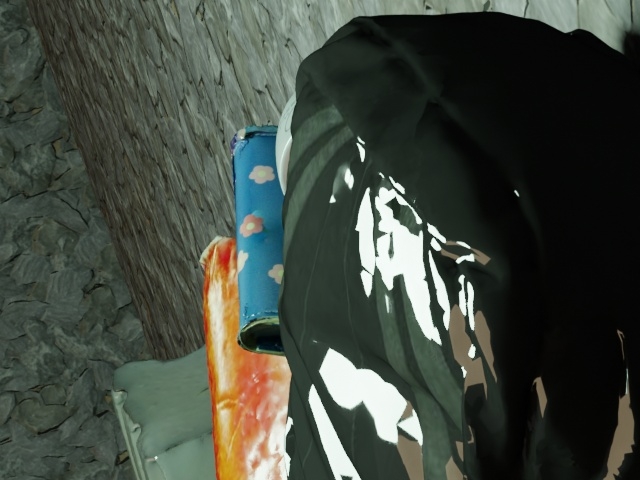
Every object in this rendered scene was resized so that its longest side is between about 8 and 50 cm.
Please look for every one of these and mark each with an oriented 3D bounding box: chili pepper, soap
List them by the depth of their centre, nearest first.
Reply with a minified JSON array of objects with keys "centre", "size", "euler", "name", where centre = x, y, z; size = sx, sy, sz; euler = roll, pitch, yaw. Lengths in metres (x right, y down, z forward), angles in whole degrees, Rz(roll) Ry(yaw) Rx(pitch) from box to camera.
[{"centre":[0.020,0.148,1.623],"size":[0.251,0.229,0.305],"euler":[28,-132,-48],"name":"chili pepper"},{"centre":[-0.110,0.382,2.475],"size":[0.350,0.213,0.435],"euler":[-130,25,-67],"name":"soap"}]

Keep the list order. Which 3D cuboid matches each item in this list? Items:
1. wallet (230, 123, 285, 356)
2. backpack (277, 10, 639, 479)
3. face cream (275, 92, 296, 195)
[{"centre":[0.000,-0.001,1.504],"size":[0.059,0.141,0.202],"euler":[111,161,-47],"name":"wallet"},{"centre":[0.116,0.118,0.985],"size":[0.363,0.254,0.446],"euler":[-125,35,-52],"name":"backpack"},{"centre":[0.023,-0.066,1.447],"size":[0.104,0.117,0.117],"euler":[-112,10,-54],"name":"face cream"}]
